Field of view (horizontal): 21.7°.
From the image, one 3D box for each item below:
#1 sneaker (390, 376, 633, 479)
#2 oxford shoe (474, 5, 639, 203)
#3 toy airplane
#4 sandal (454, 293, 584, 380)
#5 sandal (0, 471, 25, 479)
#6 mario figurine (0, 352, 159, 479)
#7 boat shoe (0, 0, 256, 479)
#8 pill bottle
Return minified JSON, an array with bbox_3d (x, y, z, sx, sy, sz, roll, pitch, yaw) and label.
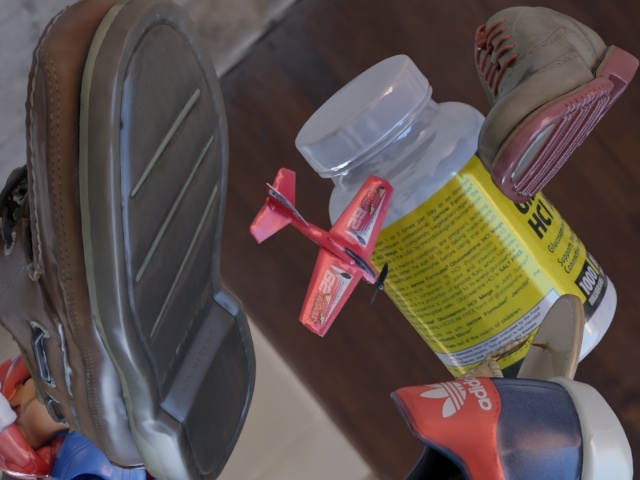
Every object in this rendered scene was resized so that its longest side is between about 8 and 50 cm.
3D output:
[{"bbox_3d":[0.054,0.235,0.967,0.131,0.148,0.350,-134,-124,-67],"label":"sneaker"},{"bbox_3d":[0.170,-0.125,1.410,0.123,0.130,0.348,-53,174,20],"label":"oxford shoe"},{"bbox_3d":[0.000,0.000,1.364,0.151,0.151,0.028,-36,-162,-34],"label":"toy airplane"},{"bbox_3d":[0.120,0.139,1.256,0.240,0.079,0.088,-68,-166,-4],"label":"sandal"},{"bbox_3d":[-0.335,0.279,1.914,0.254,0.054,0.097,-101,-166,-62],"label":"sandal"},{"bbox_3d":[-0.220,0.189,1.601,0.170,0.320,0.198,-40,135,-13],"label":"mario figurine"},{"bbox_3d":[-0.102,0.011,0.737,0.307,0.104,0.111,88,24,-50],"label":"boat shoe"},{"bbox_3d":[0.131,-0.014,1.671,0.188,0.334,0.188,-36,-164,12],"label":"pill bottle"}]
